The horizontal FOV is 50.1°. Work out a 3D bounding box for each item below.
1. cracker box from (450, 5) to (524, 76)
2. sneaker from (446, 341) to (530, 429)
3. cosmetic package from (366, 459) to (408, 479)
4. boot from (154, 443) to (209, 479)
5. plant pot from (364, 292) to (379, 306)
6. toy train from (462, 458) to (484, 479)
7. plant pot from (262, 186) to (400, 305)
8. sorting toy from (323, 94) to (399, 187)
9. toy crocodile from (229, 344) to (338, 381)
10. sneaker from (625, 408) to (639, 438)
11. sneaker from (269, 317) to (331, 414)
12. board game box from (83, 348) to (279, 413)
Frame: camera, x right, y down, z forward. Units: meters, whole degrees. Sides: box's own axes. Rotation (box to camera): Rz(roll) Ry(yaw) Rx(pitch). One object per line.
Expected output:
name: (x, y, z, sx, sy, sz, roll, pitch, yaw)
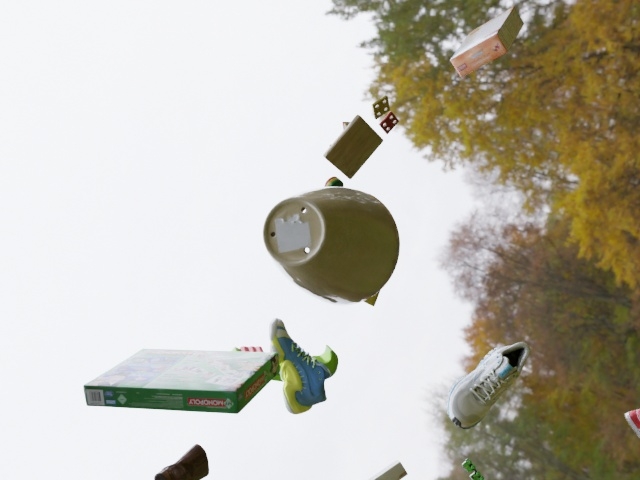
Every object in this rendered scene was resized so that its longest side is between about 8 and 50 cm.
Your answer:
cracker box: (0.481, -0.572, 1.970, 0.067, 0.155, 0.232, 54, -138, -16)
sneaker: (0.277, 0.227, 1.118, 0.190, 0.071, 0.083, -41, -10, -31)
cosmetic package: (0.174, 0.640, 1.841, 0.115, 0.041, 0.060, -31, -9, -8)
boot: (-0.205, 0.388, 1.077, 0.114, 0.037, 0.106, -16, -90, -67)
plant pot: (0.108, 0.057, 2.109, 0.212, 0.187, 0.212, -79, 9, -85)
toy train: (0.334, 0.506, 1.465, 0.023, 0.083, 0.017, -37, -16, -1)
plant pot: (0.000, 0.000, 1.360, 0.256, 0.256, 0.274, -69, -21, 2)
sorting toy: (0.080, -0.247, 1.716, 0.274, 0.046, 0.132, -49, -37, 6)
toy crocodile: (-0.121, 0.319, 1.766, 0.340, 0.115, 0.105, 6, -74, -13)
sneaker: (0.834, 0.474, 1.732, 0.067, 0.118, 0.042, -39, 1, 34)
sneaker: (-0.046, 0.295, 1.662, 0.091, 0.126, 0.240, -86, -18, -86)
board game box: (-0.265, 0.270, 1.347, 0.213, 0.317, 0.046, -29, -64, -70)
